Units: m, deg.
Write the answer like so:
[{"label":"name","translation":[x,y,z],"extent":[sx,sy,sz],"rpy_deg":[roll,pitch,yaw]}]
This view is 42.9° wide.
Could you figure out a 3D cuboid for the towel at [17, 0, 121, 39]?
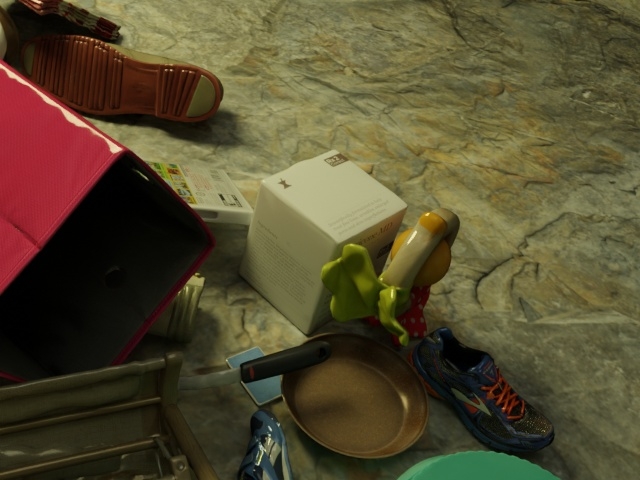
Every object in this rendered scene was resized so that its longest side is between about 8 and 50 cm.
[{"label":"towel","translation":[-0.515,-0.428,1.440],"extent":[0.237,0.037,0.329],"rpy_deg":[23,8,5]}]

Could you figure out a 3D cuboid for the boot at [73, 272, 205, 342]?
[{"label":"boot","translation":[-0.238,0.043,1.104],"extent":[0.165,0.077,0.213],"rpy_deg":[8,47,-11]}]

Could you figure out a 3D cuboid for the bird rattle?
[{"label":"bird rattle","translation":[0.126,0.053,1.089],"extent":[0.143,0.207,0.253],"rpy_deg":[38,10,25]}]

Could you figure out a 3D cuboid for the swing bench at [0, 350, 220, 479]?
[{"label":"swing bench","translation":[-0.233,0.263,0.799],"extent":[0.253,0.165,0.254],"rpy_deg":[-7,41,-26]}]

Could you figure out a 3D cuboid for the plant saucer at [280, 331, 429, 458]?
[{"label":"plant saucer","translation":[0.042,0.205,1.057],"extent":[0.199,0.036,0.198],"rpy_deg":[11,41,-10]}]

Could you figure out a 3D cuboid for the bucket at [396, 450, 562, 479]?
[{"label":"bucket","translation":[0.157,0.360,0.814],"extent":[0.281,0.183,0.281],"rpy_deg":[10,41,-9]}]

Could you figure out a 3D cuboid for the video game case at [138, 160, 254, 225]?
[{"label":"video game case","translation":[-0.222,-0.076,1.208],"extent":[0.206,0.026,0.227],"rpy_deg":[5,19,-20]}]

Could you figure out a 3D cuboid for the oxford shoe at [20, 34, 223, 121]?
[{"label":"oxford shoe","translation":[-0.339,-0.277,1.422],"extent":[0.348,0.123,0.130],"rpy_deg":[15,14,-2]}]

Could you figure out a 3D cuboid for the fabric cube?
[{"label":"fabric cube","translation":[-0.323,-0.011,0.913],"extent":[0.258,0.254,0.259],"rpy_deg":[34,80,25]}]

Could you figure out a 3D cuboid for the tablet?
[{"label":"tablet","translation":[-0.081,0.177,1.066],"extent":[0.054,0.006,0.083],"rpy_deg":[-18,52,-35]}]

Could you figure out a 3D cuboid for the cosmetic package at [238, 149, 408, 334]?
[{"label":"cosmetic package","translation":[0.000,0.000,1.156],"extent":[0.151,0.183,0.151],"rpy_deg":[40,45,23]}]

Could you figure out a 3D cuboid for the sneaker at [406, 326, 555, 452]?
[{"label":"sneaker","translation":[0.215,0.199,1.089],"extent":[0.221,0.087,0.083],"rpy_deg":[34,43,17]}]

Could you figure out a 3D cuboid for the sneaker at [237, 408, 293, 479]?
[{"label":"sneaker","translation":[-0.069,0.258,0.945],"extent":[0.059,0.053,0.144],"rpy_deg":[0,43,-17]}]

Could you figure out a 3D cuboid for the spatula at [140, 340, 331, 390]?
[{"label":"spatula","translation":[-0.121,0.167,0.996],"extent":[0.297,0.084,0.030],"rpy_deg":[-10,9,-20]}]

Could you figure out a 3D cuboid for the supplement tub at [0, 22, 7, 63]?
[{"label":"supplement tub","translation":[-0.510,-0.138,1.017],"extent":[0.228,0.316,0.228],"rpy_deg":[10,40,-9]}]

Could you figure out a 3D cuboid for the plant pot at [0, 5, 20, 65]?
[{"label":"plant pot","translation":[-0.590,-0.292,1.291],"extent":[0.167,0.167,0.165],"rpy_deg":[15,47,-4]}]
